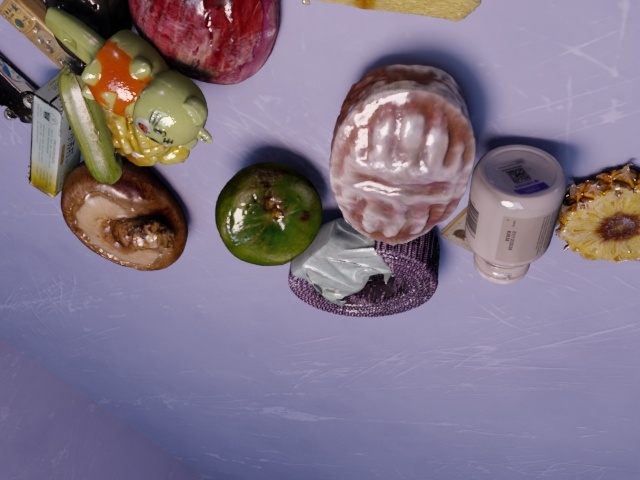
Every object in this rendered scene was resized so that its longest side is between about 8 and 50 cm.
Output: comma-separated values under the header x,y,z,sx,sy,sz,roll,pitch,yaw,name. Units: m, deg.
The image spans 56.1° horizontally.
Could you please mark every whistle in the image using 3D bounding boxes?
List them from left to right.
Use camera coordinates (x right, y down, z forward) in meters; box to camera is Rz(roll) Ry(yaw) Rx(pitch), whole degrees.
x,y,z,sx,sy,sz,roll,pitch,yaw,name
-0.274,-0.231,0.870,0.288,0.106,0.131,36,156,-8,whistle

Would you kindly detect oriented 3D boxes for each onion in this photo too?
x,y,z,sx,sy,sz,roll,pitch,yaw,name
-0.167,-0.336,0.836,0.227,0.120,0.283,20,144,-6,onion

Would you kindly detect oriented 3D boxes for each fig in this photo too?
x,y,z,sx,sy,sz,roll,pitch,yaw,name
-0.108,-0.066,1.142,0.203,0.235,0.203,-6,114,-14,fig

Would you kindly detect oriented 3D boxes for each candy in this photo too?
x,y,z,sx,sy,sz,roll,pitch,yaw,name
0.121,-0.131,0.921,0.214,0.157,0.289,5,136,-1,candy

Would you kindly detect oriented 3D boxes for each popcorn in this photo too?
x,y,z,sx,sy,sz,roll,pitch,yaw,name
-0.304,-0.215,1.032,0.168,0.173,0.195,50,169,6,popcorn

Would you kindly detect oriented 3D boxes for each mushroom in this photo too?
x,y,z,sx,sy,sz,roll,pitch,yaw,name
-0.411,-0.054,1.284,0.278,0.163,0.297,9,142,30,mushroom

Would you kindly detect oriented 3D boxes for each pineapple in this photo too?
x,y,z,sx,sy,sz,roll,pitch,yaw,name
0.469,-0.028,0.952,0.221,0.047,0.221,9,141,7,pineapple

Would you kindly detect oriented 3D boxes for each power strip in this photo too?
x,y,z,sx,sy,sz,roll,pitch,yaw,name
-0.437,-0.324,1.048,0.064,0.044,0.305,-16,130,41,power strip

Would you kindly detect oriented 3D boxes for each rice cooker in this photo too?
x,y,z,sx,sy,sz,roll,pitch,yaw,name
-0.355,-0.352,0.923,0.112,0.106,0.165,15,132,4,rice cooker

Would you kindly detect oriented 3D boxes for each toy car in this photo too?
x,y,z,sx,sy,sz,roll,pitch,yaw,name
-0.615,-0.309,1.144,0.095,0.056,0.205,-13,128,38,toy car

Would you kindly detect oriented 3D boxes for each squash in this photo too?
x,y,z,sx,sy,sz,roll,pitch,yaw,name
-0.413,-0.205,1.081,0.069,0.069,0.238,8,132,18,squash

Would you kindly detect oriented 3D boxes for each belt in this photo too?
x,y,z,sx,sy,sz,roll,pitch,yaw,name
0.085,0.058,1.188,0.260,0.122,0.325,31,145,-31,belt

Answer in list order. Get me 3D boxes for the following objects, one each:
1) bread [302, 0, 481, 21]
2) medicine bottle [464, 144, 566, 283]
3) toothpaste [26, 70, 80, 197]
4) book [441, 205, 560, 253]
x,y,z,sx,sy,sz,roll,pitch,yaw,name
0.063,-0.343,0.719,0.266,0.141,0.178,7,129,1,bread
0.298,-0.031,0.945,0.135,0.135,0.215,10,141,15,medicine bottle
-0.532,-0.206,1.209,0.071,0.089,0.313,34,143,-5,toothpaste
0.322,-0.029,1.063,0.139,0.016,0.198,27,143,-7,book
